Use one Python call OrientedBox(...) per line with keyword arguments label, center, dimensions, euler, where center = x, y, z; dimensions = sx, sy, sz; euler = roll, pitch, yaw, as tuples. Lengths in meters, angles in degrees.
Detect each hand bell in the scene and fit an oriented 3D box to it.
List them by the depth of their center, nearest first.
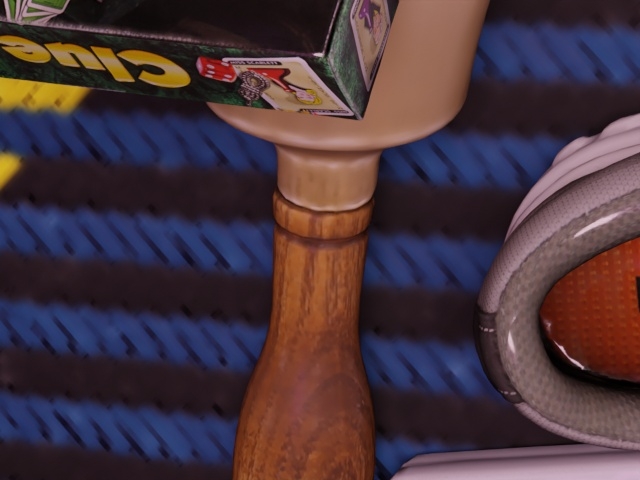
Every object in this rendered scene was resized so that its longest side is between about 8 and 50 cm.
OrientedBox(label="hand bell", center=(0.000, 0.000, 0.497), dimensions=(0.126, 0.126, 0.242), euler=(13, 118, 18))

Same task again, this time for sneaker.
OrientedBox(label="sneaker", center=(0.161, 0.004, 0.420), dimensions=(0.272, 0.108, 0.100), euler=(-13, 95, 22))

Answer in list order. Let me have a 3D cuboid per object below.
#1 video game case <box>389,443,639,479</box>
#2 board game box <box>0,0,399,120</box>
OrientedBox(label="video game case", center=(0.168, 0.146, 0.494), dimensions=(0.285, 0.025, 0.204), euler=(-6, 100, 23))
OrientedBox(label="board game box", center=(-0.022, -0.148, 0.412), dimensions=(0.136, 0.030, 0.259), euler=(8, 65, 22))
